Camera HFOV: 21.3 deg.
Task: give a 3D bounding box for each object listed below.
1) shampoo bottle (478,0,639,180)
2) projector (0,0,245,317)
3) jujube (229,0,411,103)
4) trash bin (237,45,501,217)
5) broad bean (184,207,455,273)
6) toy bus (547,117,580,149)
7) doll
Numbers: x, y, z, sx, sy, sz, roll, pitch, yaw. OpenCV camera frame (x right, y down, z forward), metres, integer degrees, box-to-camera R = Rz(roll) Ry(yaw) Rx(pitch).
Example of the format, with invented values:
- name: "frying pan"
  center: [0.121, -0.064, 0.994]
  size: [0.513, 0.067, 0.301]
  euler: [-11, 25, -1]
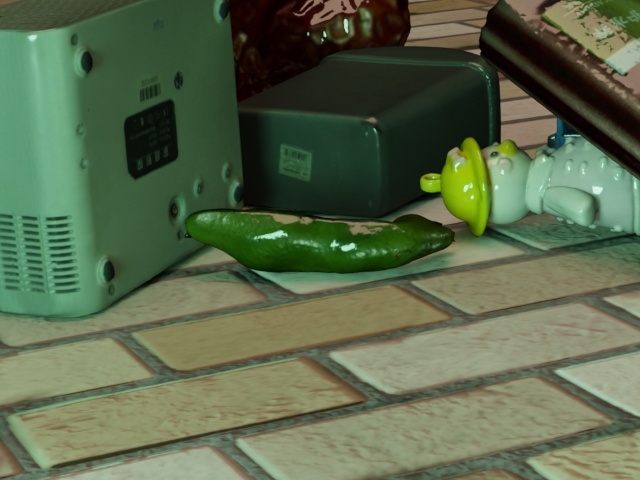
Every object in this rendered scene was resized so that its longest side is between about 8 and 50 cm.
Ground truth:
- name: "shampoo bottle"
  center: [0.256, -0.082, 1.172]
  size: [0.129, 0.084, 0.323]
  euler: [-23, 47, -26]
- name: "projector"
  center: [-0.150, -0.075, 1.206]
  size: [0.108, 0.198, 0.250]
  euler: [4, 18, 23]
- name: "jujube"
  center: [-0.018, -0.207, 1.638]
  size: [0.213, 0.213, 0.232]
  euler: [-6, -12, -10]
- name: "trash bin"
  center: [0.043, -0.096, 1.437]
  size: [0.177, 0.101, 0.236]
  euler: [9, 21, 30]
- name: "broad bean"
  center: [0.004, 0.001, 1.192]
  size: [0.195, 0.046, 0.061]
  euler: [0, 4, -7]
- name: "toy bus"
  center: [0.256, -0.128, 1.449]
  size: [0.116, 0.133, 0.234]
  euler: [2, 11, 10]
- name: "doll"
  center: [0.177, -0.043, 1.257]
  size: [0.207, 0.081, 0.129]
  euler: [-1, 24, 10]
